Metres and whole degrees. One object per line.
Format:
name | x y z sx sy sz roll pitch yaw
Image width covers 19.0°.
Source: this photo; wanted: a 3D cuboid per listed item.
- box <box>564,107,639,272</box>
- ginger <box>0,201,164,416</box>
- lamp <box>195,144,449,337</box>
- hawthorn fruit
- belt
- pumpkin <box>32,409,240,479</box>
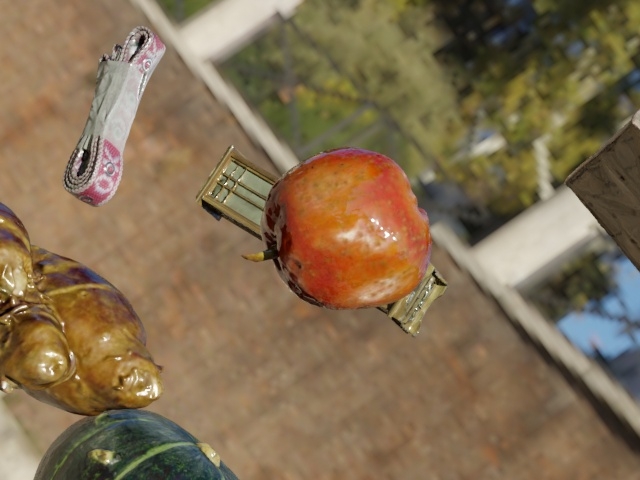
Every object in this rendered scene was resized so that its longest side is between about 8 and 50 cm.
box | 0.510 -0.051 2.495 0.297 0.190 0.225 49 -27 5
ginger | -0.324 0.072 2.088 0.357 0.152 0.274 38 -3 -1
lamp | 0.000 0.000 2.384 0.325 0.089 0.090 31 -6 24
hawthorn fruit | 0.013 -0.005 2.029 0.179 0.200 0.179 53 -26 39
belt | -0.255 -0.152 2.331 0.071 0.232 0.053 0 -26 42
pumpkin | -0.216 0.354 2.418 0.323 0.241 0.323 36 -8 6
